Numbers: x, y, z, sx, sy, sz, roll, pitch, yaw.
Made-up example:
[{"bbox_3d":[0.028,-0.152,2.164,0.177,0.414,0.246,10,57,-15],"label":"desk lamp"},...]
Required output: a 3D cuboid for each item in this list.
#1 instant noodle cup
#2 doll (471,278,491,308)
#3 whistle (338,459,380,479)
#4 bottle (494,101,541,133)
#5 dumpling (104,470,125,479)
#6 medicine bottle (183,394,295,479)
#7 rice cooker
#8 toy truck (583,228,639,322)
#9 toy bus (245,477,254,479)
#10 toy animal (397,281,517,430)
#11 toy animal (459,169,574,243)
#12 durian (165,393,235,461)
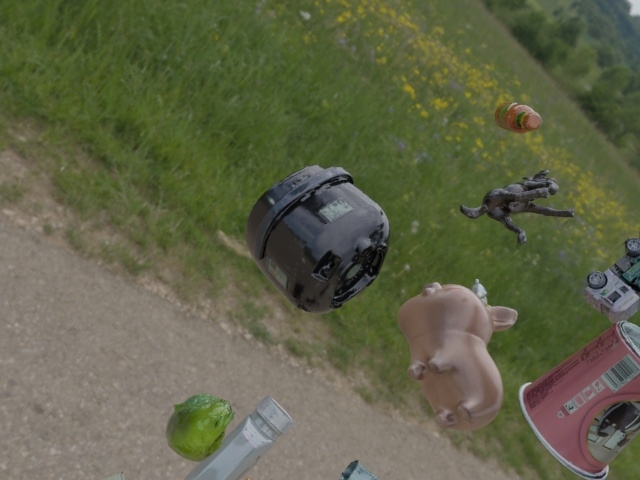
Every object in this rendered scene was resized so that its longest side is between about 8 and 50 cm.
[{"bbox_3d":[0.559,0.299,1.415,0.244,0.255,0.244,30,27,-17],"label":"instant noodle cup"},{"bbox_3d":[0.444,0.165,2.033,0.135,0.072,0.113,-82,159,-63],"label":"doll"},{"bbox_3d":[0.169,0.554,1.419,0.312,0.062,0.062,41,23,-1],"label":"whistle"},{"bbox_3d":[0.457,-0.279,1.653,0.069,0.069,0.187,39,7,-13],"label":"bottle"},{"bbox_3d":[-0.404,0.581,1.441,0.216,0.166,0.126,46,-12,13],"label":"dumpling"},{"bbox_3d":[-0.204,0.536,1.840,0.111,0.296,0.161,43,-8,9],"label":"medicine bottle"},{"bbox_3d":[0.000,0.000,1.396,0.224,0.267,0.267,44,21,25],"label":"rice cooker"},{"bbox_3d":[0.653,0.075,1.479,0.116,0.216,0.110,49,-2,35],"label":"toy truck"},{"bbox_3d":[-0.097,0.593,1.545,0.194,0.083,0.088,30,45,0],"label":"toy bus"},{"bbox_3d":[0.300,0.250,1.603,0.269,0.237,0.326,-24,91,-56],"label":"toy animal"},{"bbox_3d":[0.386,-0.071,1.397,0.233,0.084,0.148,-24,21,-27],"label":"toy animal"},{"bbox_3d":[-0.250,0.379,1.479,0.101,0.139,0.250,29,-13,-18],"label":"durian"}]
